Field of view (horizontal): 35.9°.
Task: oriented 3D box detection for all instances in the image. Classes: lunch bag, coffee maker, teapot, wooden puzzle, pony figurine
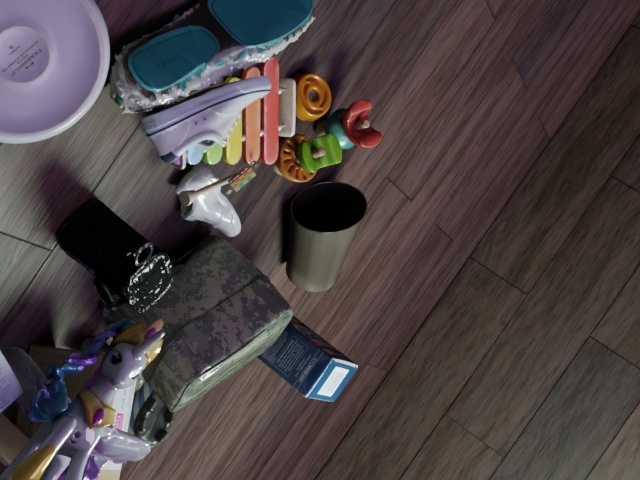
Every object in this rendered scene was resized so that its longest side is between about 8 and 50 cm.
[{"bbox_3d":[-0.243,0.149,1.956,0.305,0.256,0.212,-33,169,-35],"label":"lunch bag"},{"bbox_3d":[-0.348,0.013,1.688,0.120,0.178,0.171,-34,150,-42],"label":"coffee maker"},{"bbox_3d":[-0.406,-0.249,1.271,0.256,0.187,0.252,-5,110,-27],"label":"teapot"},{"bbox_3d":[-0.145,-0.117,1.832,0.083,0.006,0.049,-41,160,-3],"label":"wooden puzzle"},{"bbox_3d":[-0.386,0.296,1.495,0.351,0.303,0.363,-32,-156,47],"label":"pony figurine"}]

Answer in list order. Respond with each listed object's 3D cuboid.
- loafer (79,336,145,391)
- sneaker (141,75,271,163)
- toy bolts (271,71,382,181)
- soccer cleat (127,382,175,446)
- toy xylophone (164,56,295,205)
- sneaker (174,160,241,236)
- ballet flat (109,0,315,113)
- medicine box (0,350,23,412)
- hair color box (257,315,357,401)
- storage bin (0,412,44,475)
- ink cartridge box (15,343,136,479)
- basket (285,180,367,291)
[{"bbox_3d":[-0.419,0.267,1.979,0.087,0.094,0.251,-55,156,-10],"label":"loafer"},{"bbox_3d":[-0.179,-0.201,1.628,0.258,0.094,0.091,-30,107,-35],"label":"sneaker"},{"bbox_3d":[-0.010,-0.244,2.081,0.228,0.158,0.218,-19,98,-37],"label":"toy bolts"},{"bbox_3d":[-0.346,0.298,2.157,0.116,0.143,0.331,44,58,-29],"label":"soccer cleat"},{"bbox_3d":[-0.169,-0.195,1.801,0.323,0.081,0.236,-33,130,-43],"label":"toy xylophone"},{"bbox_3d":[-0.229,-0.063,1.941,0.094,0.080,0.212,-43,143,-14],"label":"sneaker"},{"bbox_3d":[-0.190,-0.323,1.647,0.409,0.147,0.147,-33,147,-34],"label":"ballet flat"},{"bbox_3d":[-0.569,0.111,1.315,0.149,0.263,0.289,-44,153,-25],"label":"medicine box"},{"bbox_3d":[-0.100,0.207,2.167,0.105,0.347,0.174,-55,156,1],"label":"hair color box"},{"bbox_3d":[-0.593,0.448,1.700,0.260,0.262,0.123,-59,157,8],"label":"storage bin"},{"bbox_3d":[-0.444,0.315,1.779,0.088,0.193,0.234,33,64,-66],"label":"ink cartridge box"},{"bbox_3d":[0.000,0.000,2.333,0.204,0.154,0.227,-32,150,-37],"label":"basket"}]
